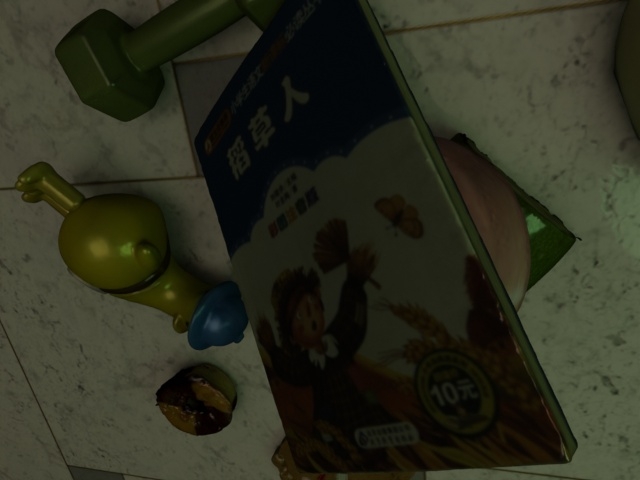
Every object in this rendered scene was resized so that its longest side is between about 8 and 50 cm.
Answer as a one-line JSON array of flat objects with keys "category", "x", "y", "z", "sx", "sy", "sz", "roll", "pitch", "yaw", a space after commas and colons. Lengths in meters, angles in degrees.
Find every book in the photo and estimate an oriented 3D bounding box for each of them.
[{"category": "book", "x": 0.000, "y": 0.000, "z": 0.411, "sx": 0.300, "sy": 0.039, "sz": 0.427, "roll": -35, "pitch": 70, "yaw": 45}]

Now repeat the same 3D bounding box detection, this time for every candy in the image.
[{"category": "candy", "x": 0.076, "y": 0.006, "z": 0.431, "sx": 0.255, "sy": 0.095, "sz": 0.255, "roll": 8, "pitch": 101, "yaw": 48}]

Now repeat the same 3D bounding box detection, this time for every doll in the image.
[{"category": "doll", "x": -0.250, "y": 0.035, "z": 0.610, "sx": 0.363, "sy": 0.145, "sz": 0.199, "roll": 43, "pitch": 156, "yaw": -16}]

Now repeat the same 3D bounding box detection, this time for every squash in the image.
[{"category": "squash", "x": 0.142, "y": 0.048, "z": 0.514, "sx": 0.203, "sy": 0.111, "sz": 0.288, "roll": 40, "pitch": 118, "yaw": -3}]

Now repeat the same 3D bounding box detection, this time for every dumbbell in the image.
[{"category": "dumbbell", "x": -0.149, "y": -0.239, "z": 0.466, "sx": 0.302, "sy": 0.121, "sz": 0.108, "roll": -18, "pitch": 135, "yaw": 20}]

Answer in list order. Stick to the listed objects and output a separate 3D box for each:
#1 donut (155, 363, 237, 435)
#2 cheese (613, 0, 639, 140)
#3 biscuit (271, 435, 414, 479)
[{"category": "donut", "x": -0.209, "y": 0.272, "z": 0.729, "sx": 0.141, "sy": 0.059, "sz": 0.140, "roll": 5, "pitch": 113, "yaw": 12}, {"category": "cheese", "x": 0.351, "y": -0.128, "z": 0.319, "sx": 0.127, "sy": 0.233, "sz": 0.265, "roll": -25, "pitch": 107, "yaw": 12}, {"category": "biscuit", "x": 0.035, "y": 0.394, "z": 0.731, "sx": 0.249, "sy": 0.035, "sz": 0.184, "roll": 9, "pitch": 114, "yaw": 12}]
